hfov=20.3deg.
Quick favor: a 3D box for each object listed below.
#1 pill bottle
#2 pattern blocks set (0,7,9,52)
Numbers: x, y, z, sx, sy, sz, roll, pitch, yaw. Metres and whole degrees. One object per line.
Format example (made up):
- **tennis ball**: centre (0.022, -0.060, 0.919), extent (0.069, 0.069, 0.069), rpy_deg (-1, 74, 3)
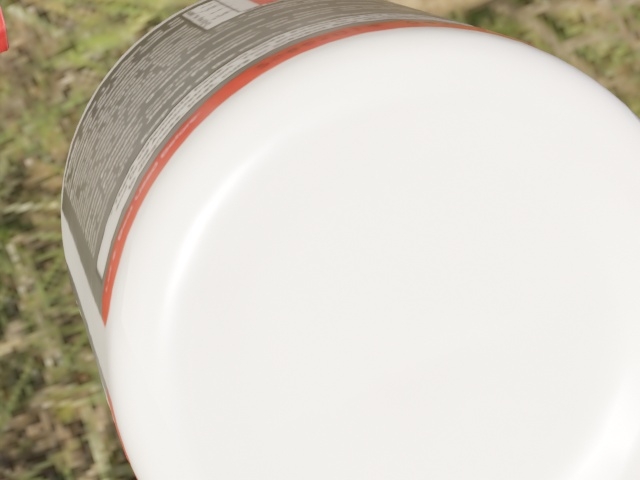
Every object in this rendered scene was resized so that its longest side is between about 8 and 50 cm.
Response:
- **pill bottle**: centre (0.000, 0.000, 0.747), extent (0.210, 0.210, 0.363), rpy_deg (60, -4, -17)
- **pattern blocks set**: centre (-0.225, -0.283, 0.940), extent (0.285, 0.026, 0.325), rpy_deg (-128, -154, -56)
